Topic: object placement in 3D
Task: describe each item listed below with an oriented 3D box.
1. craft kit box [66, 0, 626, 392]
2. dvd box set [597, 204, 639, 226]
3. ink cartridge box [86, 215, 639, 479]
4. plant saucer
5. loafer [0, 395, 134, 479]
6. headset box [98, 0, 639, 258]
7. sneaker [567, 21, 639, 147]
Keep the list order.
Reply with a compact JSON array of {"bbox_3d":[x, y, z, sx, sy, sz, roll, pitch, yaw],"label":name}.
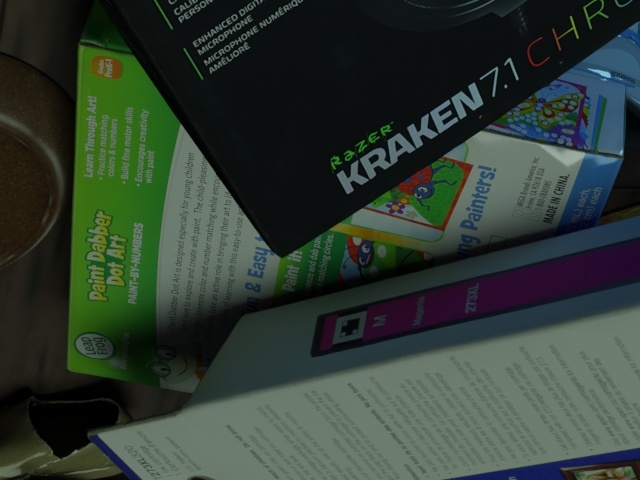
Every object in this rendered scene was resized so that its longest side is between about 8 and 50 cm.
[{"bbox_3d":[0.000,0.000,0.840,0.246,0.061,0.250,10,139,-2],"label":"craft kit box"},{"bbox_3d":[0.379,0.058,0.920,0.420,0.308,0.062,-17,141,1],"label":"dvd box set"},{"bbox_3d":[0.085,0.089,0.833,0.371,0.069,0.176,-17,133,26],"label":"ink cartridge box"},{"bbox_3d":[-0.195,-0.026,0.825,0.168,0.029,0.168,-10,143,-8],"label":"plant saucer"},{"bbox_3d":[-0.178,0.119,0.996,0.148,0.056,0.050,-13,141,-19],"label":"loafer"},{"bbox_3d":[0.011,-0.173,0.588,0.246,0.131,0.283,-34,142,-4],"label":"headset box"},{"bbox_3d":[0.083,-0.069,0.833,0.190,0.083,0.071,-7,143,-11],"label":"sneaker"}]
